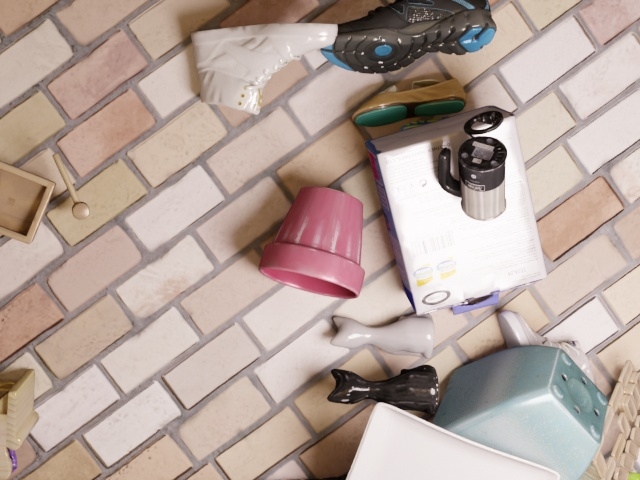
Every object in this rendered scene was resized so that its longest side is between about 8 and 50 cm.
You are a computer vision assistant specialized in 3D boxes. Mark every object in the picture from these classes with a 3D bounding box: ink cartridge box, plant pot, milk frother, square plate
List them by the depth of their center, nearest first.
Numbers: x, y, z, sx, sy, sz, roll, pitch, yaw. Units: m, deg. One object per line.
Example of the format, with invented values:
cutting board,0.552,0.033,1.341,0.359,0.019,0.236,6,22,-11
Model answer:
milk frother,0.290,-0.136,1.630,0.143,0.135,0.129,-41,56,-21
square plate,0.214,0.484,1.702,0.347,0.049,0.344,21,115,5
plant pot,0.396,0.345,1.747,0.247,0.248,0.252,48,125,-6
plant pot,0.000,0.000,1.779,0.201,0.201,0.180,17,79,-5
ink cartridge box,0.267,-0.030,1.780,0.270,0.151,0.395,-16,106,0

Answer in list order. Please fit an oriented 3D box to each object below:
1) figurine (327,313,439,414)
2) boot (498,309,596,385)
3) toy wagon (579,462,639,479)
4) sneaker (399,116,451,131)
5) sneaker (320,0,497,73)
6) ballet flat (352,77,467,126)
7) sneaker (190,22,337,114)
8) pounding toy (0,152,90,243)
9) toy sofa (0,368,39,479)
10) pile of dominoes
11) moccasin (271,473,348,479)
figurine,0.119,0.235,1.811,0.209,0.215,0.092,3,137,-1
boot,0.467,0.229,1.879,0.123,0.095,0.258,-31,104,-7
toy wagon,0.572,0.567,1.825,0.344,0.068,0.267,33,49,7
sneaker,0.250,-0.202,1.842,0.188,0.067,0.078,-5,116,-5
sneaker,0.164,-0.421,1.802,0.341,0.125,0.140,-8,68,0
ballet flat,0.172,-0.277,1.829,0.232,0.080,0.073,-8,67,-6
sneaker,-0.101,-0.328,1.764,0.292,0.108,0.169,-2,98,19
pounding toy,-0.547,-0.086,1.781,0.206,0.094,0.181,22,88,-15
toy sofa,-0.740,0.341,1.769,0.362,0.150,0.177,3,99,-4
pile of dominoes,0.589,0.378,1.837,0.251,0.040,0.196,-54,130,-32
moccasin,0.062,0.557,1.848,0.380,0.139,0.147,-4,106,-7
